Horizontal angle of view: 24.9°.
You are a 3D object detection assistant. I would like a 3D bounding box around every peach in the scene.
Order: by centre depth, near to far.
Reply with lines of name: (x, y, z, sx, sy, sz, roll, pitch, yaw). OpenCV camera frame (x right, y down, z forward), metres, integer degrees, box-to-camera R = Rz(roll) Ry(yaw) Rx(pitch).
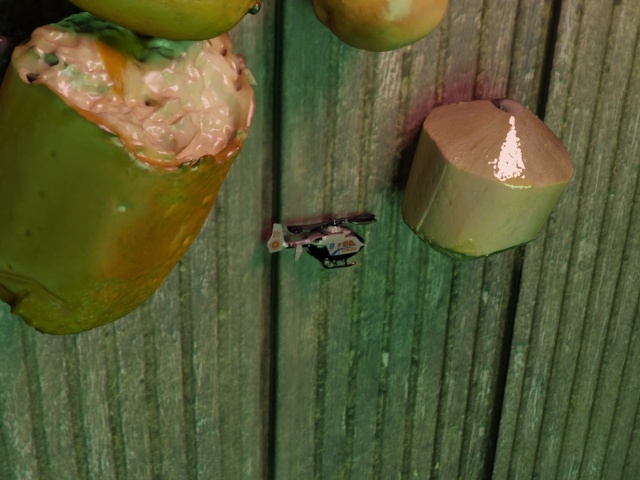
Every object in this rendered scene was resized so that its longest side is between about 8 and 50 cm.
peach: (0.076, -0.339, 1.947, 0.184, 0.184, 0.184, -18, 133, -21)

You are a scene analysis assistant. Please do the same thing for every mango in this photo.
mango: (-0.205, -0.367, 1.694, 0.364, 0.253, 0.182, 12, 151, -31)

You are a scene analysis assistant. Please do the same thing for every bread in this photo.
bread: (-0.256, -0.070, 1.808, 0.361, 0.250, 0.394, -31, 153, -57)

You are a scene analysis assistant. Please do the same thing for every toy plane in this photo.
toy plane: (-0.001, 0.001, 2.267, 0.197, 0.053, 0.078, -5, 119, -33)

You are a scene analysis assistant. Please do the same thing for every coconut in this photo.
coconut: (0.255, -0.107, 2.220, 0.239, 0.239, 0.244, -5, 132, -31)

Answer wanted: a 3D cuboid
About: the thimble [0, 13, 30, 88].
thimble: (-0.424, -0.227, 1.719, 0.150, 0.150, 0.098, 12, 112, -40)
